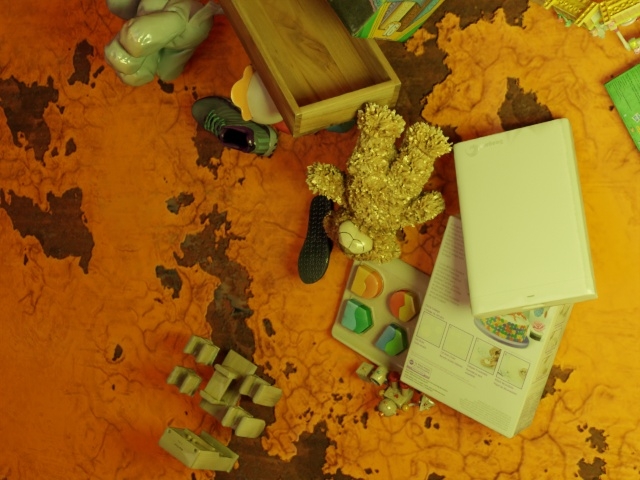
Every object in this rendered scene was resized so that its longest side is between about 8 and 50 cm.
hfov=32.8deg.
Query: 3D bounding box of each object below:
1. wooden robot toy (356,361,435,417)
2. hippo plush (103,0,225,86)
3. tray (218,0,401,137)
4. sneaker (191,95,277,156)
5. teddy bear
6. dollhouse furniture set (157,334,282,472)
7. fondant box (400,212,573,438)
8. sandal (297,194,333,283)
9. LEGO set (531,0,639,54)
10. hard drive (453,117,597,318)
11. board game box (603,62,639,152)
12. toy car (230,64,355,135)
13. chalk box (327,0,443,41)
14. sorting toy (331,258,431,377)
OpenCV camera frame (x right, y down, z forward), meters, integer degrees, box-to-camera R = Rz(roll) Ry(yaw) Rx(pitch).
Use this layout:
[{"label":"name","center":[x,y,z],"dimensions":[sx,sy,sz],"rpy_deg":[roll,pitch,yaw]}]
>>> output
[{"label":"wooden robot toy","center":[0.128,0.293,2.046],"dimensions":[0.173,0.079,0.076],"rpy_deg":[29,156,28]},{"label":"hippo plush","center":[-0.350,-0.479,2.195],"dimensions":[0.294,0.234,0.236],"rpy_deg":[-37,76,34]},{"label":"tray","center":[-0.041,-0.384,1.962],"dimensions":[0.076,0.203,0.411],"rpy_deg":[102,145,-58]},{"label":"sneaker","center":[-0.194,-0.237,2.202],"dimensions":[0.224,0.098,0.083],"rpy_deg":[27,111,29]},{"label":"teddy bear","center":[0.103,-0.089,1.938],"dimensions":[0.245,0.113,0.338],"rpy_deg":[31,126,-18]},{"label":"dollhouse furniture set","center":[-0.211,0.357,2.304],"dimensions":[0.212,0.161,0.242],"rpy_deg":[30,91,28]},{"label":"fondant box","center":[0.300,0.144,1.910],"dimensions":[0.238,0.096,0.330],"rpy_deg":[26,112,30]},{"label":"sandal","center":[0.000,0.000,2.141],"dimensions":[0.067,0.040,0.179],"rpy_deg":[9,87,29]},{"label":"LEGO set","center":[0.467,-0.365,1.739],"dimensions":[0.287,0.107,0.132],"rpy_deg":[-2,61,40]},{"label":"hard drive","center":[0.335,-0.037,1.804],"dimensions":[0.203,0.040,0.307],"rpy_deg":[-12,69,22]},{"label":"board game box","center":[0.567,-0.169,1.717],"dimensions":[0.136,0.030,0.259],"rpy_deg":[-31,79,36]},{"label":"toy car","center":[-0.080,-0.297,2.027],"dimensions":[0.219,0.238,0.210],"rpy_deg":[13,104,33]},{"label":"chalk box","center":[0.147,-0.508,1.875],"dimensions":[0.289,0.179,0.180],"rpy_deg":[-43,71,30]},{"label":"sorting toy","center":[0.119,0.134,2.071],"dimensions":[0.193,0.038,0.208],"rpy_deg":[30,113,29]}]
